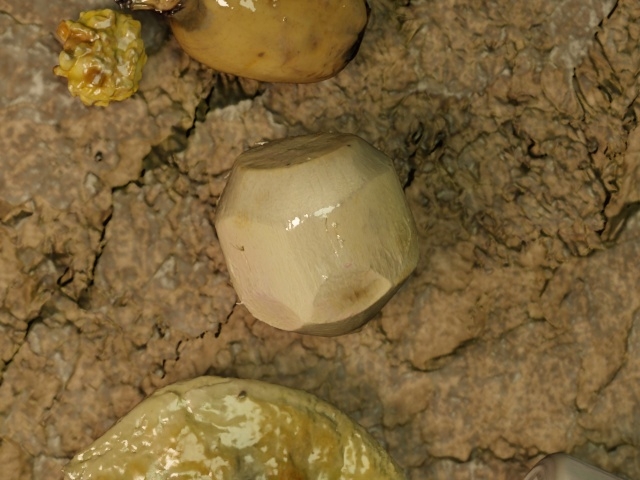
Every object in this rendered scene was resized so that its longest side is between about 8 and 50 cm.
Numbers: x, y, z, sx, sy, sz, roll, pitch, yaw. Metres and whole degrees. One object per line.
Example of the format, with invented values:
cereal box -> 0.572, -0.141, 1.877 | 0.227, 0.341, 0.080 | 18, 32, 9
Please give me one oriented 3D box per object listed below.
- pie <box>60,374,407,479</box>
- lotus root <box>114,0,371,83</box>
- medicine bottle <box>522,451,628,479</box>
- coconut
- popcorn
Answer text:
pie -> -0.051, 0.266, 1.220 | 0.338, 0.075, 0.337 | 1, 86, -17
lotus root -> -0.059, -0.198, 1.252 | 0.221, 0.118, 0.125 | 13, 63, -25
medicine bottle -> 0.329, 0.327, 1.255 | 0.395, 0.242, 0.242 | 22, 78, 2
coconut -> -0.003, 0.000, 1.228 | 0.161, 0.161, 0.162 | -17, 108, -17
popcorn -> -0.180, -0.152, 1.243 | 0.083, 0.057, 0.082 | 40, 73, -6
